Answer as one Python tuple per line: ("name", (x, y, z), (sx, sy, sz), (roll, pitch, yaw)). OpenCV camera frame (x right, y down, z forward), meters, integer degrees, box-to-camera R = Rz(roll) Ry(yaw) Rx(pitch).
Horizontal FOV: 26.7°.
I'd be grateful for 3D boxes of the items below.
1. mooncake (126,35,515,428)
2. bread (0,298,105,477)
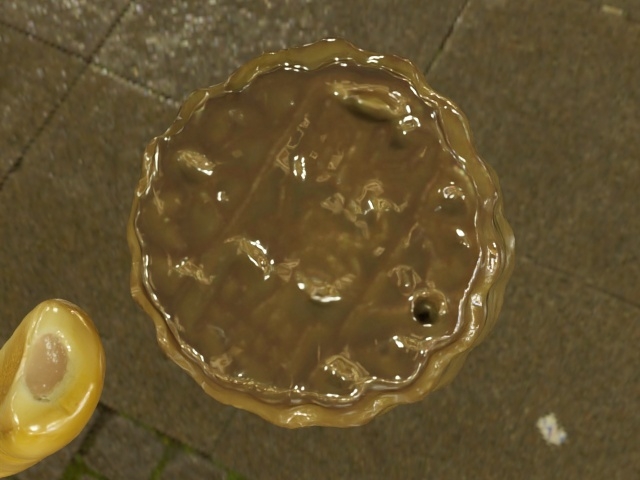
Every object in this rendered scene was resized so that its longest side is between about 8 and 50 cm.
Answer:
("mooncake", (0.001, -0.001, 1.119), (0.324, 0.187, 0.324), (0, 90, 8))
("bread", (-0.276, 0.152, 1.294), (0.091, 0.305, 0.142), (24, 66, -16))
